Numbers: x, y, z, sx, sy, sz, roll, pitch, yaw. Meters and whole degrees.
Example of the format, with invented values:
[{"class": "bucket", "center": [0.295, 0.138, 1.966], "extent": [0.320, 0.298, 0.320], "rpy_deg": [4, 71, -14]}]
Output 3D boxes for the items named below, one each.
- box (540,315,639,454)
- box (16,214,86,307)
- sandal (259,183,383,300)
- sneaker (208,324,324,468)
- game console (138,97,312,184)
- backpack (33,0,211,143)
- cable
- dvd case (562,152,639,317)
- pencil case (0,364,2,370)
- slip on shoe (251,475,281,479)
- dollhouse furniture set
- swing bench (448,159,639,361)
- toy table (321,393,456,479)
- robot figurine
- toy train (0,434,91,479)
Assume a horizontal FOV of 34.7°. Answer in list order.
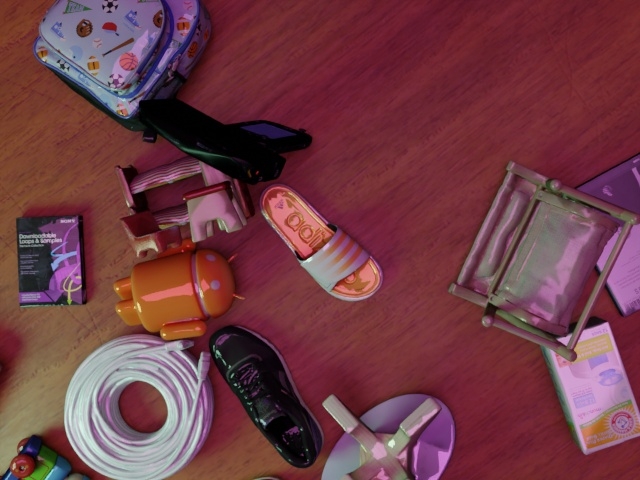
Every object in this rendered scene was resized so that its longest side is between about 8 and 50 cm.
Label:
[{"class": "box", "center": [0.460, 0.245, 1.745], "extent": [0.114, 0.103, 0.203], "rpy_deg": [-18, 90, 3]}, {"class": "box", "center": [-0.480, 0.036, 1.824], "extent": [0.116, 0.029, 0.162], "rpy_deg": [-3, 90, 3]}, {"class": "sandal", "center": [-0.008, 0.007, 1.777], "extent": [0.265, 0.076, 0.102], "rpy_deg": [42, 93, 1]}, {"class": "sneaker", "center": [-0.090, 0.265, 1.761], "extent": [0.107, 0.124, 0.283], "rpy_deg": [-39, 89, 2]}, {"class": "game console", "center": [-0.130, -0.170, 1.645], "extent": [0.213, 0.361, 0.044], "rpy_deg": [30, 108, 14]}, {"class": "backpack", "center": [-0.325, -0.353, 1.731], "extent": [0.276, 0.213, 0.263], "rpy_deg": [36, 82, 5]}, {"class": "cable", "center": [-0.314, 0.291, 1.792], "extent": [0.257, 0.089, 0.257], "rpy_deg": [2, 92, 4]}, {"class": "dvd case", "center": [0.546, -0.012, 1.774], "extent": [0.179, 0.029, 0.238], "rpy_deg": [-28, 90, 3]}, {"class": "pencil case", "center": [-0.669, 0.320, 1.792], "extent": [0.124, 0.124, 0.284], "rpy_deg": [27, 91, 2]}, {"class": "slip on shoe", "center": [-0.200, 0.522, 1.784], "extent": [0.331, 0.101, 0.123], "rpy_deg": [-30, 91, 4]}, {"class": "dollhouse furniture set", "center": [-0.228, -0.075, 1.641], "extent": [0.201, 0.374, 0.152], "rpy_deg": [-17, 95, 1]}, {"class": "swing bench", "center": [0.357, 0.025, 1.675], "extent": [0.165, 0.254, 0.253], "rpy_deg": [23, 98, -9]}, {"class": "toy table", "center": [0.106, 0.367, 1.714], "extent": [0.252, 0.161, 0.274], "rpy_deg": [35, 85, 18]}, {"class": "robot figurine", "center": [-0.242, 0.083, 1.765], "extent": [0.219, 0.158, 0.128], "rpy_deg": [-13, 113, 3]}, {"class": "toy train", "center": [-0.528, 0.481, 1.806], "extent": [0.143, 0.105, 0.248], "rpy_deg": [35, 92, -12]}]
